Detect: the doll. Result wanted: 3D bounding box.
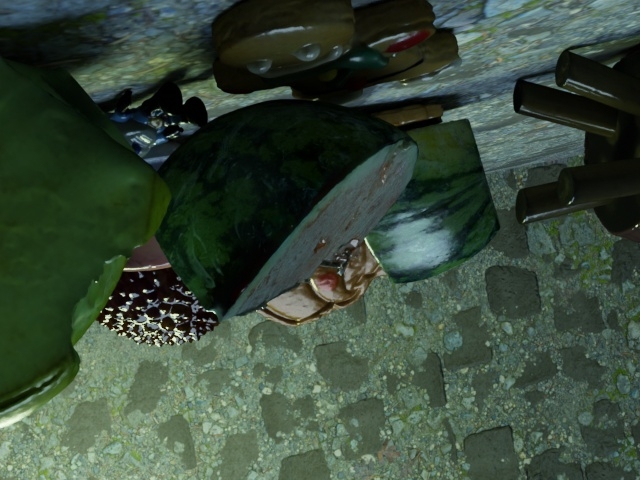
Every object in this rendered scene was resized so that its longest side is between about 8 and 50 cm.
[{"bbox_3d":[-0.204,-0.097,0.809,0.195,0.070,0.096,-21,152,25],"label":"doll"}]

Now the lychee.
[{"bbox_3d":[-0.303,0.048,1.522,0.306,0.330,0.306,-23,-155,12],"label":"lychee"}]

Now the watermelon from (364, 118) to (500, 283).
[{"bbox_3d":[0.147,-0.081,1.279,0.213,0.262,0.201,-17,-152,12],"label":"watermelon"}]

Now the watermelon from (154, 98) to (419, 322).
[{"bbox_3d":[-0.033,-0.036,0.738,0.224,0.180,0.305,-9,-173,24],"label":"watermelon"}]

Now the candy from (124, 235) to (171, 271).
[{"bbox_3d":[-0.228,-0.039,1.177,0.255,0.094,0.255,-7,-160,3],"label":"candy"}]

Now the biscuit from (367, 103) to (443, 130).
[{"bbox_3d":[0.095,-0.168,1.193,0.162,0.035,0.250,-18,180,39],"label":"biscuit"}]

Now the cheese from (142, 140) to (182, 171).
[{"bbox_3d":[-0.258,-0.087,1.059,0.244,0.052,0.135,-11,176,-13],"label":"cheese"}]

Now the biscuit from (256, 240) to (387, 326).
[{"bbox_3d":[0.000,0.000,1.685,0.455,0.350,0.078,-27,-152,-2],"label":"biscuit"}]

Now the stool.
[{"bbox_3d":[0.375,-0.130,1.103,0.178,0.272,0.272,1,177,-8],"label":"stool"}]

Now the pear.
[{"bbox_3d":[-0.240,0.020,0.629,0.176,0.286,0.282,34,168,-10],"label":"pear"}]

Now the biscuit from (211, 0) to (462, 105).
[{"bbox_3d":[0.008,-0.155,0.710,0.197,0.049,0.301,-15,177,20],"label":"biscuit"}]
